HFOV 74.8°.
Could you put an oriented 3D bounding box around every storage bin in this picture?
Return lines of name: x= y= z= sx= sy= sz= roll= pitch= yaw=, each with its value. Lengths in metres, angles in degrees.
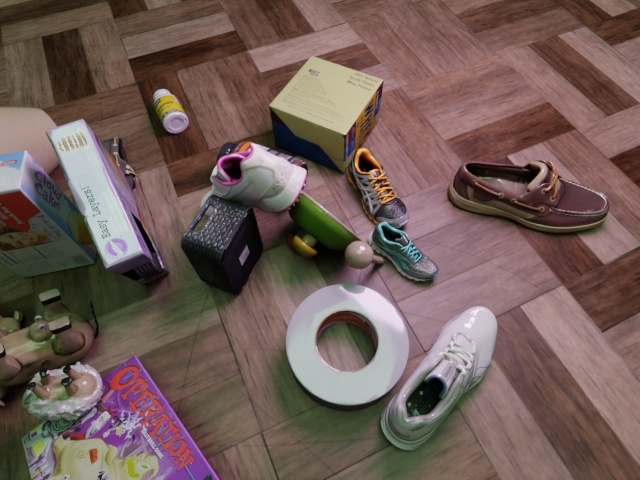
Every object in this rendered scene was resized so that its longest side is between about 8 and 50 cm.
storage bin: x=-0.182 y=0.013 z=0.811 sx=0.084 sy=0.180 sz=0.122 roll=19 pitch=62 yaw=12

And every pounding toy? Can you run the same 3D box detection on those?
pounding toy: x=0.000 y=0.000 z=0.847 sx=0.237 sy=0.183 sz=0.110 roll=41 pitch=93 yaw=17

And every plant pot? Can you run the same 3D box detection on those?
plant pot: x=-0.723 y=-0.186 z=0.913 sx=0.256 sy=0.256 sz=0.274 roll=34 pitch=49 yaw=18

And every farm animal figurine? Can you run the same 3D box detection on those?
farm animal figurine: x=-0.557 y=0.194 z=0.725 sx=0.327 sy=0.172 sz=0.330 roll=-10 pitch=49 yaw=-20

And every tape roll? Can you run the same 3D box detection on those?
tape roll: x=0.047 y=0.193 z=0.768 sx=0.219 sy=0.072 sz=0.219 roll=0 pitch=59 yaw=0

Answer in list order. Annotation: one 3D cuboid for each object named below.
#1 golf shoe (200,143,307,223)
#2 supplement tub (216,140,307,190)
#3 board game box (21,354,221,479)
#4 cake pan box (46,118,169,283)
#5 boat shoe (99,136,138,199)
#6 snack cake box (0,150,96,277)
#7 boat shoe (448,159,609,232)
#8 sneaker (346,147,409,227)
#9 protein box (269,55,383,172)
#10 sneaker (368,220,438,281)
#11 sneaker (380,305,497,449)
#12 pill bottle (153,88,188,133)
golf shoe: x=-0.166 y=-0.115 z=0.824 sx=0.306 sy=0.140 sz=0.115 roll=-11 pitch=55 yaw=44
supplement tub: x=-0.136 y=-0.162 z=0.957 sx=0.198 sy=0.106 sz=0.106 roll=22 pitch=62 yaw=13
board game box: x=-0.295 y=0.335 z=0.613 sx=0.208 sy=0.056 sz=0.347 roll=-34 pitch=40 yaw=-28
cake pan box: x=-0.378 y=-0.049 z=0.774 sx=0.070 sy=0.246 sz=0.266 roll=-25 pitch=83 yaw=-12
boat shoe: x=-0.467 y=-0.161 z=0.971 sx=0.069 sy=0.081 sz=0.227 roll=-29 pitch=61 yaw=-11
snack cake box: x=-0.562 y=-0.037 z=0.793 sx=0.152 sy=0.264 sz=0.089 roll=-11 pitch=60 yaw=-6
boat shoe: x=0.464 y=-0.111 z=0.912 sx=0.342 sy=0.123 sz=0.123 roll=14 pitch=61 yaw=8
sneaker: x=0.127 y=-0.118 z=0.943 sx=0.084 sy=0.083 sz=0.215 roll=-27 pitch=65 yaw=-16
protein box: x=0.017 y=-0.309 z=1.023 sx=0.200 sy=0.136 sz=0.201 roll=25 pitch=63 yaw=15
sneaker: x=0.171 y=0.021 z=0.865 sx=0.166 sy=0.076 sz=0.065 roll=34 pitch=66 yaw=18
sneaker: x=0.222 y=0.225 z=0.717 sx=0.111 sy=0.129 sz=0.297 roll=34 pitch=64 yaw=21
pill bottle: x=-0.392 y=-0.337 z=1.083 sx=0.065 sy=0.065 sz=0.116 roll=-26 pitch=62 yaw=-14
